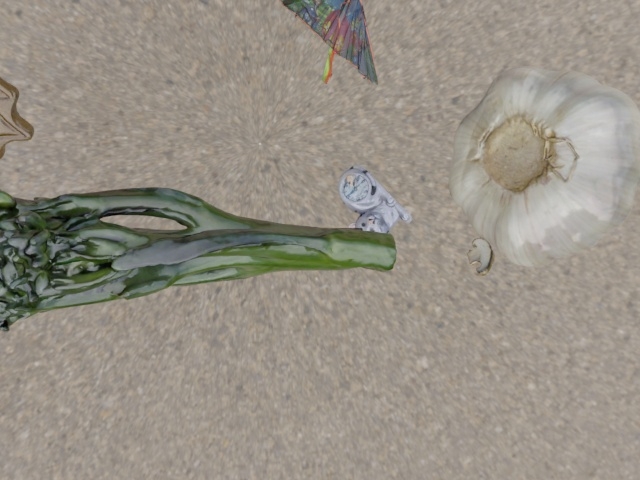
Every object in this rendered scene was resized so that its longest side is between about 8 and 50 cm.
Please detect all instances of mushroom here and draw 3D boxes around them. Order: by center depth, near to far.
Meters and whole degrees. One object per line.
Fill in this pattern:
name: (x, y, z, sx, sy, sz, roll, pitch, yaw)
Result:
mushroom: (0.291, 0.028, 1.522, 0.049, 0.101, 0.019, -23, 123, 20)

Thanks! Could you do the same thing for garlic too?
garlic: (0.256, -0.072, 0.864, 0.226, 0.199, 0.199, 10, 98, -47)

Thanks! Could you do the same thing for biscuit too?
biscuit: (-0.546, -0.199, 1.284, 0.215, 0.034, 0.182, 20, 124, -11)

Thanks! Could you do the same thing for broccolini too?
broccolini: (-0.070, -0.002, 0.349, 0.202, 0.091, 0.068, -9, 78, -20)

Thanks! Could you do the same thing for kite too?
kite: (0.021, -0.331, 1.309, 0.241, 0.014, 0.183, 26, 73, -44)

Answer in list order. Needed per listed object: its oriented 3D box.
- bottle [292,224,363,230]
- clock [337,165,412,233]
bottle: (0.000, 0.000, 1.637, 0.164, 0.060, 0.060, 1, 97, 12)
clock: (0.095, -0.070, 1.772, 0.117, 0.080, 0.176, -43, 77, 5)
